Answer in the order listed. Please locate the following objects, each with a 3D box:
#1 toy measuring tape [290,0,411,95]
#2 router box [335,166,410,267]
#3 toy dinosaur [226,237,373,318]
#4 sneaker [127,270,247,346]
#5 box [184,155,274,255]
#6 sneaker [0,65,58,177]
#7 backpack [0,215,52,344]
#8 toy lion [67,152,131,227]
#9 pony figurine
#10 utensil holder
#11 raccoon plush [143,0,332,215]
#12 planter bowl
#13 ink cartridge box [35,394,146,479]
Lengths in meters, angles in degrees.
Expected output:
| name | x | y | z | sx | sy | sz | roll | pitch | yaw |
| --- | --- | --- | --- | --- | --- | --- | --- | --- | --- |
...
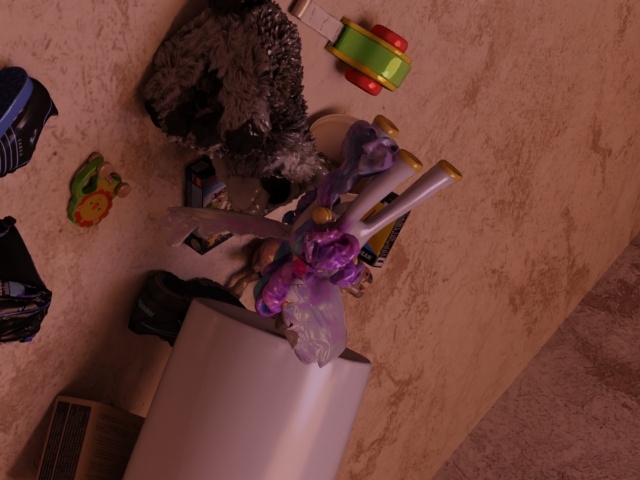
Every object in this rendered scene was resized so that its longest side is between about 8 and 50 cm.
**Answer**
| name | x | y | z | sx | sy | sz | roll | pitch | yaw |
| --- | --- | --- | --- | --- | --- | --- | --- | --- | --- |
| toy measuring tape | 0.069 | -0.316 | 2.035 | 0.121 | 0.121 | 0.330 | -59 | 152 | 4 |
| router box | 0.062 | -0.051 | 2.225 | 0.046 | 0.179 | 0.133 | 9 | 110 | -63 |
| toy dinosaur | -0.049 | 0.052 | 2.228 | 0.295 | 0.127 | 0.200 | 40 | 76 | -50 |
| sneaker | -0.219 | 0.122 | 2.069 | 0.106 | 0.101 | 0.267 | -52 | 146 | 13 |
| box | -0.124 | -0.095 | 2.025 | 0.233 | 0.044 | 0.159 | -34 | 144 | -36 |
| sneaker | -0.412 | -0.101 | 1.523 | 0.232 | 0.081 | 0.090 | -53 | 145 | -10 |
| backpack | -0.450 | 0.066 | 1.565 | 0.173 | 0.158 | 0.117 | -14 | 150 | -35 |
| toy lion | -0.324 | -0.065 | 1.758 | 0.096 | 0.034 | 0.100 | -44 | 150 | -8 |
| pony figurine | 0.000 | 0.000 | 1.698 | 0.363 | 0.303 | 0.351 | -47 | 163 | 15 |
| utensil holder | -0.122 | 0.319 | 1.927 | 0.327 | 0.327 | 0.386 | 21 | 89 | -62 |
| raccoon plush | -0.047 | -0.247 | 1.792 | 0.446 | 0.216 | 0.299 | -60 | 148 | 5 |
| planter bowl | 0.028 | -0.124 | 2.146 | 0.162 | 0.162 | 0.109 | -34 | 172 | -36 |
| ink cartridge box | -0.359 | 0.370 | 2.016 | 0.234 | 0.088 | 0.193 | 39 | 61 | -62 |
